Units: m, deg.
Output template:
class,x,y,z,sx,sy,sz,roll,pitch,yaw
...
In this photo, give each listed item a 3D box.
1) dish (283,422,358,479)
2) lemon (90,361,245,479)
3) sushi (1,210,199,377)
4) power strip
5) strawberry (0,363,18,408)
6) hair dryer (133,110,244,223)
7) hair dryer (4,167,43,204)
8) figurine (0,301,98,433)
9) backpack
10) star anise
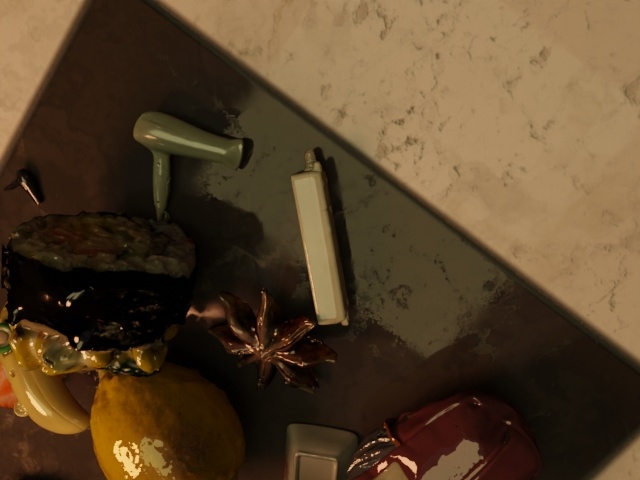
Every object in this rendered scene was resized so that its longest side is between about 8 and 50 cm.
class,x,y,z,sx,sy,sz,roll,pitch,yaw
dish,-0.007,0.507,1.211,0.154,0.064,0.234,5,104,9
lemon,-0.300,0.384,1.137,0.316,0.285,0.285,29,107,25
sushi,-0.387,0.118,1.034,0.328,0.328,0.285,3,108,-32
power strip,0.000,0.000,1.083,0.058,0.098,0.338,-8,100,8
strawberry,-0.661,0.306,1.283,0.187,0.082,0.146,-41,87,22
hair dryer,-0.271,-0.116,1.137,0.206,0.075,0.237,19,112,0
hair dryer,-0.628,-0.106,1.220,0.083,0.031,0.079,-13,109,27
figurine,-0.540,0.236,1.196,0.324,0.222,0.124,62,150,8
backpack,0.244,0.415,1.078,0.283,0.197,0.317,44,101,1
star anise,-0.102,0.203,1.142,0.288,0.088,0.288,11,122,17
